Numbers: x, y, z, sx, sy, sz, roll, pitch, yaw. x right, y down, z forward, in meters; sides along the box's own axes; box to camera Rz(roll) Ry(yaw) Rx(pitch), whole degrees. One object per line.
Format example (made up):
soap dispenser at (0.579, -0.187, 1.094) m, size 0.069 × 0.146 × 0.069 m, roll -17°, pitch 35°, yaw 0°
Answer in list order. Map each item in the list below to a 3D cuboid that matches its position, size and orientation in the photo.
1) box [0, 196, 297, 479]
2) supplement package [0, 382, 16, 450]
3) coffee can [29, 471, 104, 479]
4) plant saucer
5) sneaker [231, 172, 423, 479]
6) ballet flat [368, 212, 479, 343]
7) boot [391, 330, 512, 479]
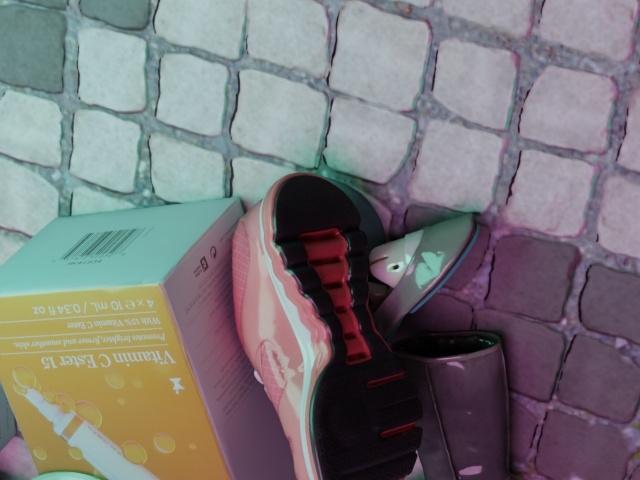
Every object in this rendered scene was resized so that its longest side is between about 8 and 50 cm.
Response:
box at (-0.149, 0.156, 1.482) m, size 0.215 × 0.168 × 0.345 m, roll -6°, pitch 115°, yaw 27°
supplement package at (-0.424, 0.169, 1.647) m, size 0.179 × 0.105 × 0.105 m, roll 13°, pitch 122°, yaw 16°
coffee can at (-0.264, 0.363, 1.378) m, size 0.201 × 0.275 × 0.202 m, roll 11°, pitch 122°, yaw 19°
plant saucer at (0.000, 0.000, 1.421) m, size 0.119 × 0.021 × 0.119 m, roll 10°, pitch 120°, yaw 18°
sneaker at (-0.006, 0.105, 1.366) m, size 0.136 × 0.115 × 0.314 m, roll -24°, pitch 75°, yaw 55°
ballet flat at (0.058, 0.043, 1.386) m, size 0.068 × 0.072 × 0.213 m, roll 30°, pitch 127°, yaw -9°
boot at (0.097, 0.189, 1.452) m, size 0.189 × 0.076 × 0.209 m, roll -12°, pitch 119°, yaw 13°
